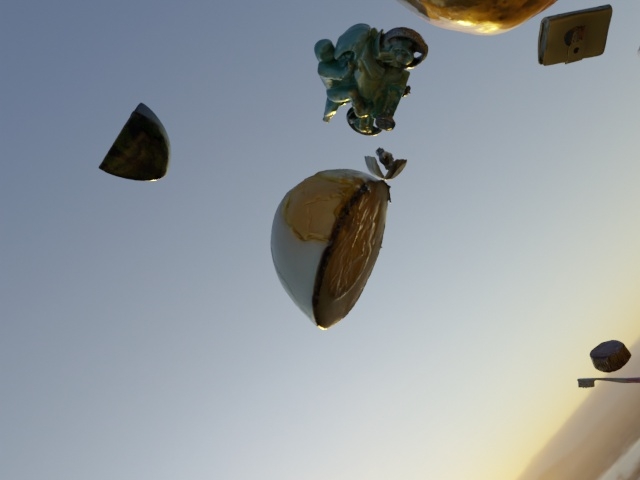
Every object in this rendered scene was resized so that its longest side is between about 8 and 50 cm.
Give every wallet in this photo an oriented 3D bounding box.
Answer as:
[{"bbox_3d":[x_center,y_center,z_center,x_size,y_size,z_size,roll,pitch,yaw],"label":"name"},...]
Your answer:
[{"bbox_3d":[0.523,-0.423,1.484,0.155,0.039,0.110,-14,-52,-15],"label":"wallet"}]

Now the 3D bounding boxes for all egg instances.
[{"bbox_3d":[0.000,0.000,1.514,0.337,0.201,0.337,-45,-32,-40],"label":"egg"}]

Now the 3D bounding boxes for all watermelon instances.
[{"bbox_3d":[-0.319,-0.150,1.182,0.135,0.094,0.125,-37,-57,-42],"label":"watermelon"}]

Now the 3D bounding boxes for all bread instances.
[{"bbox_3d":[0.652,0.263,1.609,0.085,0.053,0.085,-29,9,5],"label":"bread"}]

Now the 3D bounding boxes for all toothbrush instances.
[{"bbox_3d":[0.784,0.350,1.793,0.020,0.286,0.025,-139,46,-89],"label":"toothbrush"}]

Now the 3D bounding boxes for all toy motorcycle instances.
[{"bbox_3d":[0.075,-0.300,1.343,0.296,0.198,0.109,108,-178,-60],"label":"toy motorcycle"}]

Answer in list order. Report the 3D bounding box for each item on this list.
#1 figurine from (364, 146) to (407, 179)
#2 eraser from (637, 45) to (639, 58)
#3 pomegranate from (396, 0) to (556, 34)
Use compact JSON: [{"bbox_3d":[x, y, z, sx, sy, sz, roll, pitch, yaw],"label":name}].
[{"bbox_3d":[0.152,-0.189,1.723,0.082,0.086,0.094,-43,-16,-6],"label":"figurine"},{"bbox_3d":[0.543,-0.309,1.016,0.174,0.095,0.270,-41,-5,24],"label":"eraser"},{"bbox_3d":[0.249,-0.524,1.195,0.410,0.410,0.410,-38,-26,-23],"label":"pomegranate"}]
